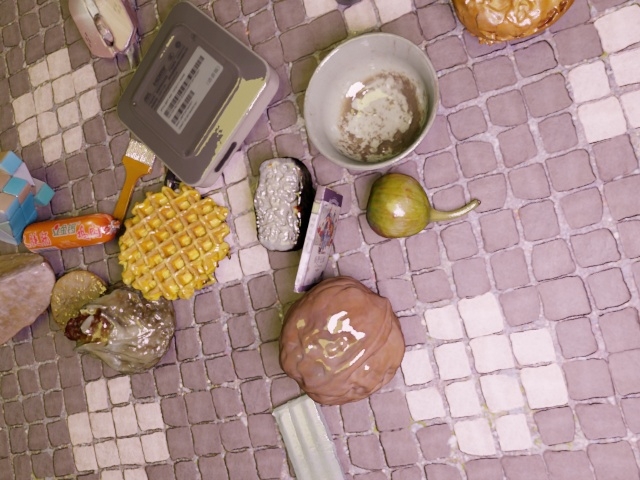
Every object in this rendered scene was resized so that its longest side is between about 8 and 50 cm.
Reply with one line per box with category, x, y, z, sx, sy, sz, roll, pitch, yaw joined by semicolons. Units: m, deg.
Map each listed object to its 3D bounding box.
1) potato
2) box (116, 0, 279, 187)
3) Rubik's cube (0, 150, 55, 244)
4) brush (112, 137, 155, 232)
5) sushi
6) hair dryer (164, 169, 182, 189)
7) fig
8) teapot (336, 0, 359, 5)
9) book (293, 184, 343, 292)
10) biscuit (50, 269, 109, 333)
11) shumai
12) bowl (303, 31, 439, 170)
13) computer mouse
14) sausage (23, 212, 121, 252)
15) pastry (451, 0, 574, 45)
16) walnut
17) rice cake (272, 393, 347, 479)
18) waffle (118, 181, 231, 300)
potato;-0.916;0.152;1.337;0.264;0.211;0.189;-27;34;-20
box;-0.332;-0.376;1.152;0.373;0.090;0.367;41;103;17
Rubik's cube;-0.916;-0.128;1.288;0.224;0.265;0.213;19;53;-13
brush;-0.545;-0.146;1.265;0.103;0.013;0.273;24;96;18
sushi;-0.081;-0.084;1.051;0.123;0.127;0.225;1;96;17
hair dryer;-0.381;-0.170;1.210;0.083;0.031;0.079;5;81;4
fig;0.223;-0.070;0.974;0.244;0.149;0.150;7;90;-1
teapot;0.074;-0.621;1.055;0.092;0.124;0.091;-53;50;51
book;0.001;0.000;1.005;0.026;0.157;0.232;15;93;16
biscuit;-0.681;0.191;1.279;0.219;0.033;0.220;1;95;12
shumai;-0.508;0.222;1.140;0.188;0.218;0.256;-16;80;22
bowl;0.120;-0.286;0.984;0.288;0.146;0.290;0;89;20
computer mouse;-0.621;-0.654;1.257;0.199;0.115;0.390;-25;80;19
sausage;-0.691;-0.024;1.261;0.311;0.093;0.093;-6;86;20
pastry;0.379;-0.556;0.900;0.254;0.162;0.312;-9;95;7
walnut;0.045;0.213;0.948;0.272;0.227;0.274;-2;83;15
rice cake;-0.022;0.488;1.056;0.127;0.043;0.237;-26;81;14
waffle;-0.379;0.009;1.145;0.328;0.062;0.330;-1;79;4
